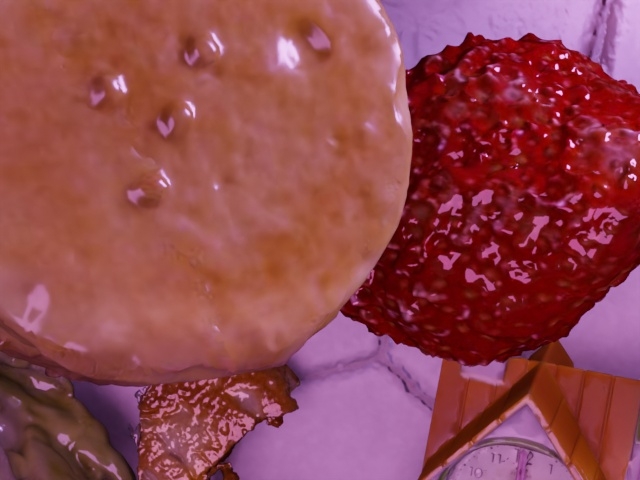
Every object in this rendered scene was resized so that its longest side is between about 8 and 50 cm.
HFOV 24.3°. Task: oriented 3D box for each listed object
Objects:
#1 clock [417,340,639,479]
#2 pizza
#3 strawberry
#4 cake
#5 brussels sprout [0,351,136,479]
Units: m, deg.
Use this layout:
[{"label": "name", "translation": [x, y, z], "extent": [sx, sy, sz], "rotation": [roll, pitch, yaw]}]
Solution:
[{"label": "clock", "translation": [0.172, 0.219, 1.218], "extent": [0.235, 0.166, 0.310], "rotation": [10, 105, 14]}, {"label": "pizza", "translation": [-0.107, 0.171, 1.333], "extent": [0.154, 0.069, 0.194], "rotation": [25, 93, 12]}, {"label": "strawberry", "translation": [0.143, -0.021, 1.095], "extent": [0.257, 0.261, 0.261], "rotation": [29, 111, 25]}, {"label": "cake", "translation": [-0.132, -0.058, 1.005], "extent": [0.332, 0.321, 0.333], "rotation": [2, 85, -20]}, {"label": "brussels sprout", "translation": [-0.347, 0.250, 1.318], "extent": [0.314, 0.276, 0.371], "rotation": [-15, 98, 30]}]
